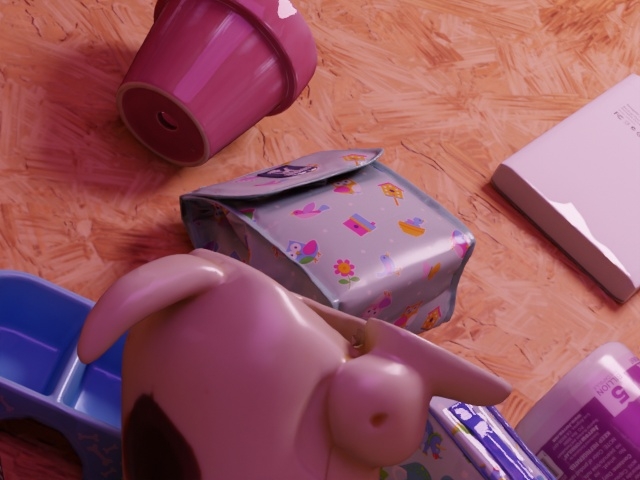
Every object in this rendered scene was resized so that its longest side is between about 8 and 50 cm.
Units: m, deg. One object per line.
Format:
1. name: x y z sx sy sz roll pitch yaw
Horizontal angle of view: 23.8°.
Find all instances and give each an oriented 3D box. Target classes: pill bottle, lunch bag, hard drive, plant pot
1. pill bottle: 0.360 0.265 1.608 0.301 0.169 0.169 47 46 16
2. lunch bag: 0.143 0.248 1.504 0.090 0.176 0.219 -25 65 -40
3. lunch bag: 0.000 0.000 1.666 0.223 0.160 0.262 -21 52 -35
4. hard drive: 0.410 -0.080 2.025 0.233 0.047 0.353 44 45 13
5. plant pot: -0.133 -0.191 1.750 0.201 0.201 0.180 35 60 4

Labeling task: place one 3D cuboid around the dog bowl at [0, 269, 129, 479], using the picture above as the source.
1. dog bowl: -0.245 0.130 1.478 0.297 0.074 0.166 25 45 -5

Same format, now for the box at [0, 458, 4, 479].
1. box: -0.386 0.140 1.302 0.191 0.143 0.381 -16 54 -2

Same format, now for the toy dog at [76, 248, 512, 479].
1. toy dog: -0.072 0.237 1.280 0.284 0.408 0.395 19 -5 34
